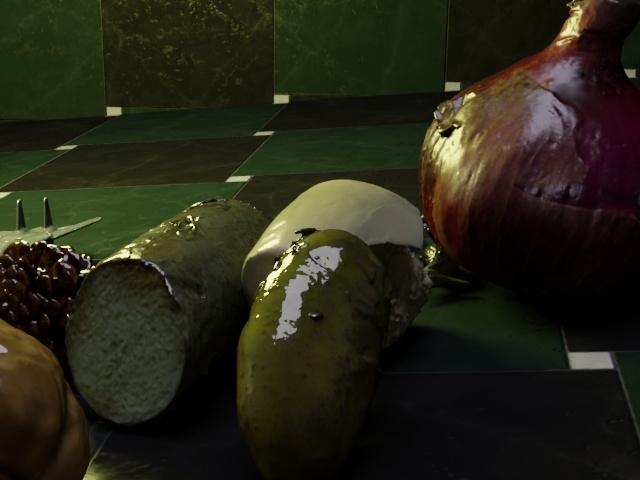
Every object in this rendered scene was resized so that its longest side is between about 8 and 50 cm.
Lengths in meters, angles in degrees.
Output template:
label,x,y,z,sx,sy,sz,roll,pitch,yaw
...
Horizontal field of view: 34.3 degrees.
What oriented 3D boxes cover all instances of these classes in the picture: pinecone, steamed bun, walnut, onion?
label,x,y,z,sx,sy,sz,roll,pitch,yaw
pinecone,-0.306,0.075,1.159,0.173,0.173,0.173,-4,16,1
steamed bun,0.030,0.045,1.114,0.170,0.200,0.225,-22,17,33
walnut,-0.300,0.156,0.759,0.257,0.257,0.224,7,55,35
onion,0.296,-0.122,1.252,0.348,0.385,0.348,11,25,-5

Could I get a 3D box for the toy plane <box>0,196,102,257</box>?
label,x,y,z,sx,sy,sz,roll,pitch,yaw
toy plane,-0.441,0.024,1.517,0.212,0.088,0.267,-6,24,1

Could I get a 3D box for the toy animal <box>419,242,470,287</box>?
label,x,y,z,sx,sy,sz,roll,pitch,yaw
toy animal,0.163,0.030,1.373,0.105,0.070,0.202,-11,14,29

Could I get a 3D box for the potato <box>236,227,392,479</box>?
label,x,y,z,sx,sy,sz,roll,pitch,yaw
potato,-0.009,0.103,0.916,0.113,0.149,0.251,-1,60,36

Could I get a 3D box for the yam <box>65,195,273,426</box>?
label,x,y,z,sx,sy,sz,roll,pitch,yaw
yam,-0.152,0.064,1.121,0.168,0.168,0.304,1,16,18
